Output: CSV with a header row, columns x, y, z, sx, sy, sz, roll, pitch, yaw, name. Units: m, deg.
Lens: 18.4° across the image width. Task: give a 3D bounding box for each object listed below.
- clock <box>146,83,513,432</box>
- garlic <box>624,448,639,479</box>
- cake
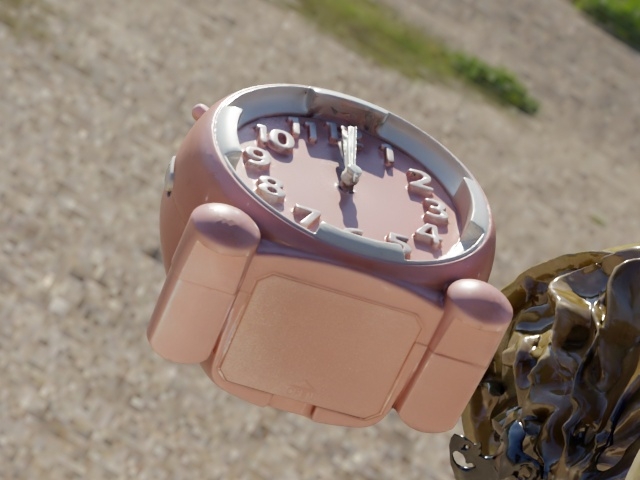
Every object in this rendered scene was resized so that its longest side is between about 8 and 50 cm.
x,y,z,sx,sy,sz,roll,pitch,yaw,name
0.000,0.000,1.316,0.227,0.142,0.241,16,36,-13,clock
0.229,0.178,1.033,0.145,0.164,0.245,-21,95,-72,garlic
0.257,0.166,1.881,0.332,0.332,0.321,39,24,25,cake
